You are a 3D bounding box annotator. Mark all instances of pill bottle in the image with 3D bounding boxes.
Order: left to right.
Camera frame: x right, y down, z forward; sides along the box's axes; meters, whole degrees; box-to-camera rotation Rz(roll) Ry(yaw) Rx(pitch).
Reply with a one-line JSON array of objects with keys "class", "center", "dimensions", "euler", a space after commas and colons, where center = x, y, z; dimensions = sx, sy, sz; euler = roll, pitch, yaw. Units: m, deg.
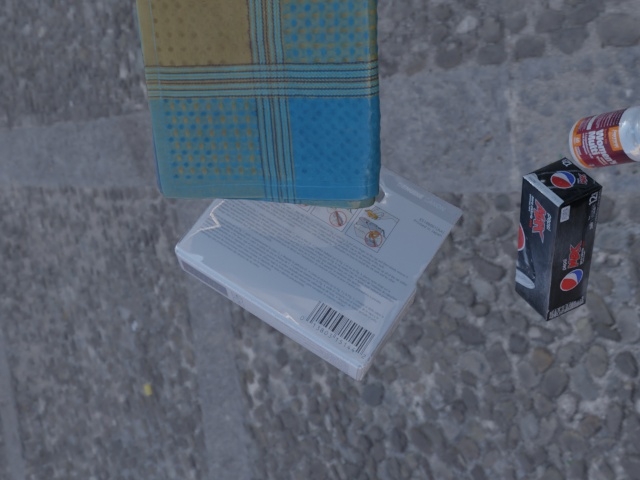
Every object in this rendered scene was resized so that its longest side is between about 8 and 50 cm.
[{"class": "pill bottle", "center": [0.673, -0.231, 1.795], "dimensions": [0.221, 0.121, 0.121], "euler": [-5, 97, 60]}]

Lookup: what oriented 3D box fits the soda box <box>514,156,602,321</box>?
[{"class": "soda box", "center": [0.239, 0.002, 0.825], "dimensions": [0.060, 0.053, 0.169], "euler": [52, 159, 43]}]

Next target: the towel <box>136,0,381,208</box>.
[{"class": "towel", "center": [-0.069, -0.212, 0.865], "dimensions": [0.271, 0.040, 0.370], "euler": [5, 118, 14]}]

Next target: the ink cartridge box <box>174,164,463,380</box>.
[{"class": "ink cartridge box", "center": [0.000, 0.000, 1.090], "dimensions": [0.296, 0.261, 0.066], "euler": [31, 159, 14]}]
